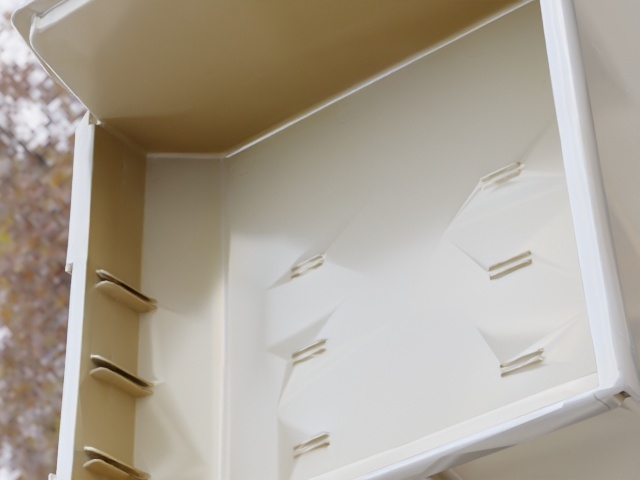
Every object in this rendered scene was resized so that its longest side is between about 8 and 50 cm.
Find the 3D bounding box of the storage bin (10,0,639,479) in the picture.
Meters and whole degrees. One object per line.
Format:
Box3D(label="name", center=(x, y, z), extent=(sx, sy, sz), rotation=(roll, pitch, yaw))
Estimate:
Box3D(label="storage bin", center=(0.000, 0.000, 0.537), extent=(0.260, 0.262, 0.123), rotation=(-25, -41, 29))
